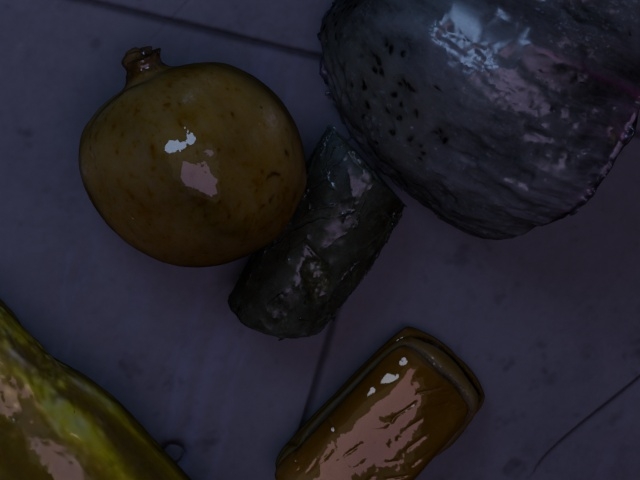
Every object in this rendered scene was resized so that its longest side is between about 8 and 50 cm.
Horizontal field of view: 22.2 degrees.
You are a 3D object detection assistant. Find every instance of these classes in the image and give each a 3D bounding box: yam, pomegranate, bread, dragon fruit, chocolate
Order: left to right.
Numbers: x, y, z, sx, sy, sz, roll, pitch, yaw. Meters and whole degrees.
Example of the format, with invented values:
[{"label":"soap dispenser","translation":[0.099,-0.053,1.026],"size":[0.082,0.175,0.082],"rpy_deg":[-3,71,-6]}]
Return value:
[{"label":"chocolate","translation":[-0.191,0.212,1.429],"size":[0.162,0.162,0.445],"rpy_deg":[-35,107,1]},{"label":"pomegranate","translation":[-0.108,-0.071,1.331],"size":[0.196,0.196,0.196],"rpy_deg":[-4,108,-11]},{"label":"yam","translation":[0.000,0.000,1.418],"size":[0.107,0.107,0.183],"rpy_deg":[29,102,-19]},{"label":"bread","translation":[0.057,0.180,1.505],"size":[0.116,0.077,0.200],"rpy_deg":[44,94,-13]},{"label":"dragon fruit","translation":[0.134,-0.156,1.341],"size":[0.221,0.204,0.283],"rpy_deg":[28,99,-18]}]
